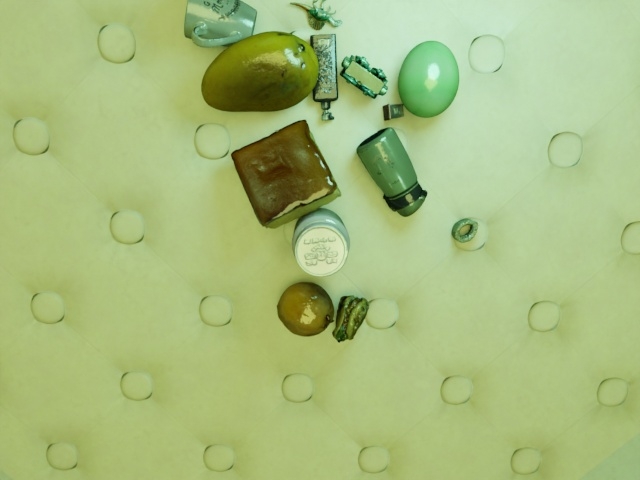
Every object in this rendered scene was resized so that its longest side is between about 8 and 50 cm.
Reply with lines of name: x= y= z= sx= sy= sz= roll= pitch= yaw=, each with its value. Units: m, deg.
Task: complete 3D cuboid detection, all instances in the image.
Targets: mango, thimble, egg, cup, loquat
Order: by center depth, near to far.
cup: x=-0.359 y=-0.763 z=1.709 sx=0.234 sy=0.258 sz=0.186 roll=14 pitch=145 yaw=-10
mango: x=-0.226 y=-0.589 z=1.742 sx=0.445 sy=0.301 sz=0.221 roll=-13 pitch=61 yaw=17
egg: x=0.396 y=-0.589 z=1.765 sx=0.220 sy=0.220 sz=0.270 roll=6 pitch=94 yaw=-2
loquat: x=-0.059 y=0.278 z=1.955 sx=0.238 sy=0.193 sz=0.238 roll=-2 pitch=80 yaw=13
thimble: x=0.591 y=-0.043 z=1.963 sx=0.110 sy=0.062 sz=0.084 roll=-35 pitch=101 yaw=7

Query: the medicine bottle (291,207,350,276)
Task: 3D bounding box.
medicine bottle: x=0.000 y=0.000 z=1.801 sx=0.213 sy=0.379 sz=0.214 roll=0 pitch=101 yaw=-1

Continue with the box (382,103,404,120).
box: x=0.281 y=-0.497 z=1.854 sx=0.063 sy=0.085 sz=0.060 roll=-10 pitch=101 yaw=-7

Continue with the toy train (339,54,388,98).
toy train: x=0.163 y=-0.608 z=1.791 sx=0.198 sy=0.154 sz=0.107 roll=33 pitch=103 yaw=-6

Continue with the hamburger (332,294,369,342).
hamburger: x=0.114 y=0.316 z=1.978 sx=0.130 sy=0.183 sz=0.206 roll=28 pitch=97 yaw=14

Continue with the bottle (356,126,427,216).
bottle: x=0.287 y=-0.253 z=1.866 sx=0.168 sy=0.168 sz=0.347 roll=-31 pitch=105 yaw=5

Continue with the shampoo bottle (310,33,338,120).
shampoo bottle: x=0.016 y=-0.615 z=1.827 sx=0.098 sy=0.071 sz=0.310 roll=-3 pitch=102 yaw=-1

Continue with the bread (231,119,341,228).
bread: x=-0.130 y=-0.248 z=1.812 sx=0.323 sy=0.143 sz=0.333 roll=-27 pitch=75 yaw=4

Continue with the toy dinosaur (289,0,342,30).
toy dinosaur: x=-0.015 y=-0.842 z=1.799 sx=0.187 sy=0.044 sz=0.106 roll=-7 pitch=117 yaw=-1
